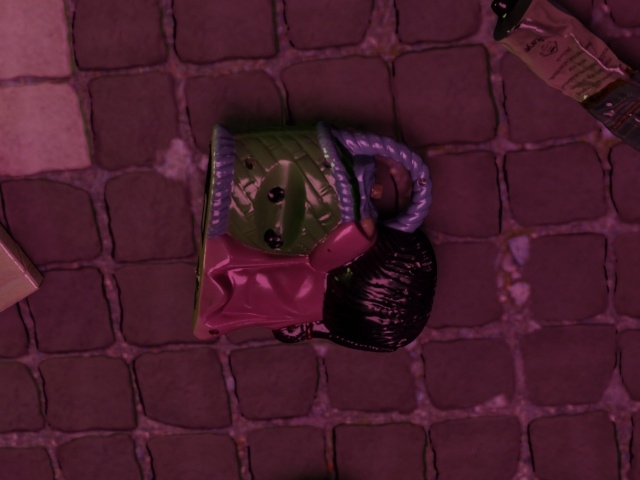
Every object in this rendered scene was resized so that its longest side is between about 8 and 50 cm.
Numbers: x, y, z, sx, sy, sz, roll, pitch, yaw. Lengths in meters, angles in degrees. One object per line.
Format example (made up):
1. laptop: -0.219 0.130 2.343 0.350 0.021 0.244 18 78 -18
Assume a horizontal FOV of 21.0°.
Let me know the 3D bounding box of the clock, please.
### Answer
1. clock: 0.000 0.000 1.374 0.195 0.100 0.194 7 117 -7

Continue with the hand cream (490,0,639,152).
1. hand cream: 0.234 -0.119 1.329 0.248 0.052 0.075 30 138 -15

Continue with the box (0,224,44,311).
1. box: -0.316 -0.006 1.440 0.090 0.024 0.167 -30 110 18
